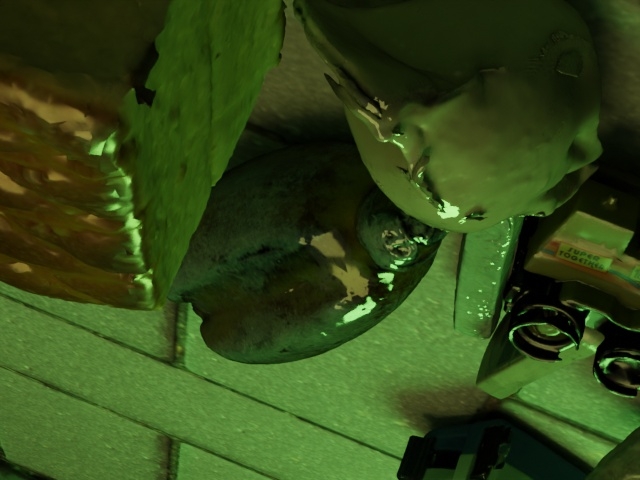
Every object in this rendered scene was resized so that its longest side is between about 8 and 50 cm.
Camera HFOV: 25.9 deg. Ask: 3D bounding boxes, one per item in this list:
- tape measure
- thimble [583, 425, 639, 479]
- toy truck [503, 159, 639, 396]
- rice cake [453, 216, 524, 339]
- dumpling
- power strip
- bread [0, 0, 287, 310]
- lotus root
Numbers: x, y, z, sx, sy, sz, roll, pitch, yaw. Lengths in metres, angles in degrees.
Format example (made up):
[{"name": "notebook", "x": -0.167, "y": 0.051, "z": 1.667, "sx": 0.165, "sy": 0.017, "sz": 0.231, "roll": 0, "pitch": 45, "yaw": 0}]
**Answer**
[{"name": "tape measure", "x": 0.246, "y": 0.307, "z": 1.490, "sx": 0.351, "sy": 0.098, "sz": 0.215, "roll": 37, "pitch": 151, "yaw": -22}, {"name": "thimble", "x": 0.337, "y": 0.300, "z": 1.163, "sx": 0.195, "sy": 0.291, "sz": 0.291, "roll": 32, "pitch": 155, "yaw": -22}, {"name": "toy truck", "x": 0.254, "y": 0.035, "z": 0.890, "sx": 0.257, "sy": 0.127, "sz": 0.127, "roll": 24, "pitch": 142, "yaw": -3}, {"name": "rice cake", "x": 0.125, "y": 0.014, "z": 1.048, "sx": 0.042, "sy": 0.045, "sz": 0.245, "roll": 19, "pitch": 156, "yaw": 10}, {"name": "dumpling", "x": 0.067, "y": -0.095, "z": 0.771, "sx": 0.172, "sy": 0.142, "sz": 0.247, "roll": 49, "pitch": -162, "yaw": 31}, {"name": "power strip", "x": 0.175, "y": 0.067, "z": 1.073, "sx": 0.029, "sy": 0.080, "sz": 0.227, "roll": 29, "pitch": 156, "yaw": -6}, {"name": "bread", "x": -0.168, "y": -0.120, "z": 0.674, "sx": 0.279, "sy": 0.207, "sz": 0.279, "roll": 21, "pitch": 160, "yaw": 1}, {"name": "lotus root", "x": 0.000, "y": 0.000, "z": 1.031, "sx": 0.322, "sy": 0.140, "sz": 0.158, "roll": -23, "pitch": 106, "yaw": 51}]
